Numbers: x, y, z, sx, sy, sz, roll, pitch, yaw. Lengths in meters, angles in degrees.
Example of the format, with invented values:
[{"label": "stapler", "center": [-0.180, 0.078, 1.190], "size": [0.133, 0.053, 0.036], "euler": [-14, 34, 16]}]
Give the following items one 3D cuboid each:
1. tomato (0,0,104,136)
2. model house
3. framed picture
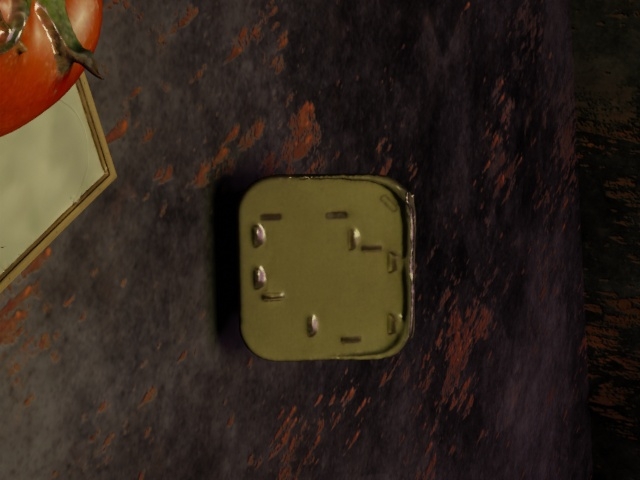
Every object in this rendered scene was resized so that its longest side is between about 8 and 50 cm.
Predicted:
[{"label": "tomato", "center": [-0.258, -0.186, 0.791], "size": [0.256, 0.224, 0.256], "euler": [3, 90, -67]}, {"label": "model house", "center": [0.000, 0.000, 1.472], "size": [0.279, 0.204, 0.218], "euler": [-101, -169, -75]}, {"label": "framed picture", "center": [-0.255, -0.060, 1.072], "size": [0.201, 0.010, 0.136], "euler": [-54, 142, -45]}]
